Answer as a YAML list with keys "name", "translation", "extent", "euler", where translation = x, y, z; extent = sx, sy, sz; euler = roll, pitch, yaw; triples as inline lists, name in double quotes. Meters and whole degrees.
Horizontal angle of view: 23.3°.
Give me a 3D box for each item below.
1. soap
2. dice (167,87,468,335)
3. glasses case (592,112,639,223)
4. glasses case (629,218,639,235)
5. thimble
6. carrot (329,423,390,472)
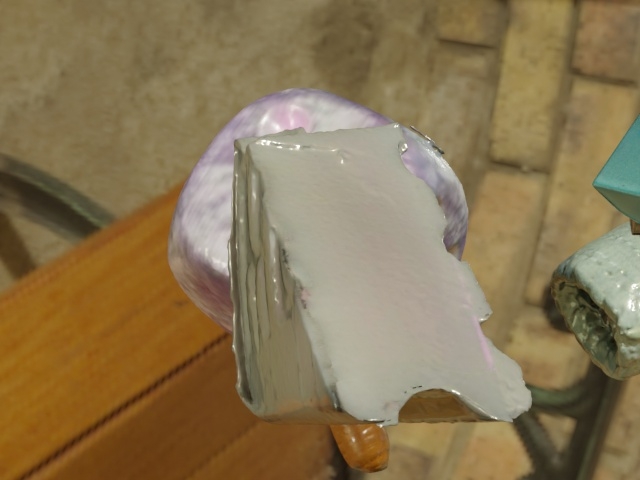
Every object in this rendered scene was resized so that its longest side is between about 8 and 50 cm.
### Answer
- name: "soap"
  translation: [0.037, 0.013, 1.183]
  extent: [0.159, 0.302, 0.258]
  euler: [3, 84, -19]
- name: "dice"
  translation: [0.000, 0.000, 1.854]
  extent: [0.271, 0.270, 0.270]
  euler: [-55, 154, -17]
- name: "glasses case"
  translation: [0.378, -0.145, 1.407]
  extent: [0.070, 0.117, 0.301]
  euler: [41, 81, -28]
- name: "glasses case"
  translation: [0.457, -0.044, 1.775]
  extent: [0.047, 0.205, 0.071]
  euler: [84, 6, -61]
- name: "thimble"
  translation: [0.459, 0.086, 2.266]
  extent: [0.172, 0.250, 0.205]
  euler: [-28, 104, -9]
- name: "carrot"
  translation: [0.010, 0.115, 1.439]
  extent: [0.048, 0.048, 0.216]
  euler: [-15, 79, -46]
